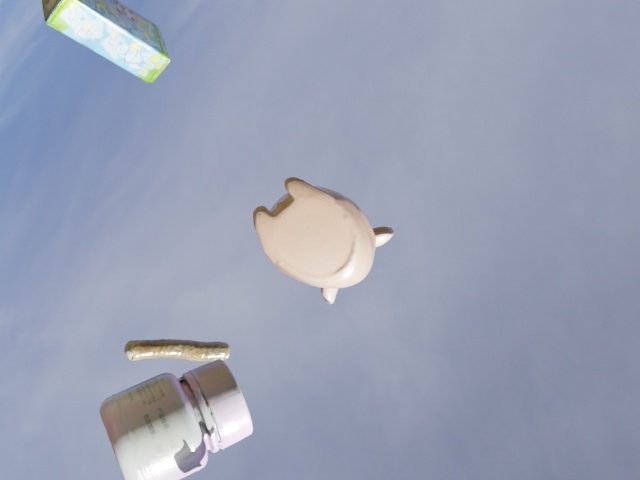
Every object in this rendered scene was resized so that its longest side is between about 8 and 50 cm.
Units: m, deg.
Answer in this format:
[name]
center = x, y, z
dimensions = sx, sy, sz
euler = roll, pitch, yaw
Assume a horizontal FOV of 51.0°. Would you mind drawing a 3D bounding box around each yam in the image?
[yam]
center = -0.402, 0.312, 1.904
dimensions = 0.066, 0.299, 0.066
euler = -24, -117, 61

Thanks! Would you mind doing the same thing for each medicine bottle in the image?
[medicine bottle]
center = -0.335, 0.427, 1.571
dimensions = 0.241, 0.302, 0.241
euler = 51, -27, 39

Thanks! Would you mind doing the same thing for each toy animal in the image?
[toy animal]
center = 0.000, -0.001, 1.230
dimensions = 0.213, 0.256, 0.195
euler = 43, -82, 4

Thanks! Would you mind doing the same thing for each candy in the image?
[candy]
center = -0.333, -0.334, 1.043
dimensions = 0.062, 0.194, 0.097
euler = -38, -126, 22
